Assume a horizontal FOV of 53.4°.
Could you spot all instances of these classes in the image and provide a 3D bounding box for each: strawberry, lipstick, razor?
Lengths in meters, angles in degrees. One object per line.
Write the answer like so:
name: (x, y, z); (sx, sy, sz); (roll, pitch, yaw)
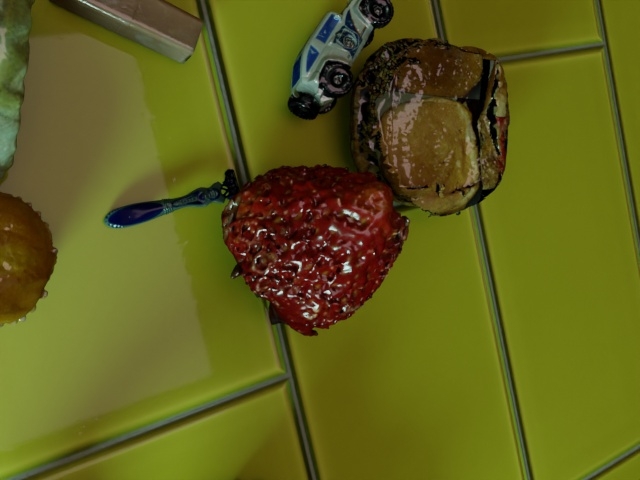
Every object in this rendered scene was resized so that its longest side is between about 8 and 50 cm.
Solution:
strawberry: (0.000, 0.000, 0.683); (0.184, 0.202, 0.186); (9, 66, -45)
lipstick: (-0.199, -0.237, 0.659); (0.146, 0.045, 0.045); (20, 78, -26)
razor: (-0.156, -0.041, 0.689); (0.155, 0.028, 0.044); (-18, 98, -27)

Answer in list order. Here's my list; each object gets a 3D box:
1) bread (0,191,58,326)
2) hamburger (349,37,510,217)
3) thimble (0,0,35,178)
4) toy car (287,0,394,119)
bread: (-0.335, 0.010, 0.552); (0.191, 0.114, 0.132); (10, 82, -33)
hamburger: (0.135, -0.141, 0.796); (0.231, 0.107, 0.230); (-8, 105, -29)
thimble: (-0.330, -0.151, 0.540); (0.144, 0.137, 0.190); (6, 99, -30)
toy car: (0.016, -0.219, 0.751); (0.070, 0.080, 0.170); (32, 77, -11)
